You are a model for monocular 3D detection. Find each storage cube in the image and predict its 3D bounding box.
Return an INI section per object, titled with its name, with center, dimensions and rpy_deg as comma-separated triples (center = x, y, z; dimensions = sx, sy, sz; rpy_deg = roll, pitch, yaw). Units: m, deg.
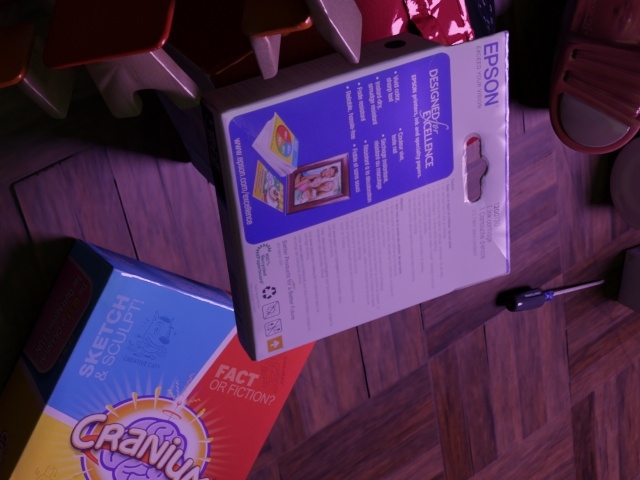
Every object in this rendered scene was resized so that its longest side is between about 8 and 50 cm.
[storage cube]
center = -0.014, -0.136, 0.941
dimensions = 0.193, 0.215, 0.183
rpy_deg = -35, 131, -13

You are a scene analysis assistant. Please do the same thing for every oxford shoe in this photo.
[oxford shoe]
center = 0.291, -0.262, 1.200
dimensions = 0.123, 0.130, 0.348
rpy_deg = 19, 110, -4

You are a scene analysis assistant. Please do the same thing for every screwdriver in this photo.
[screwdriver]
center = 0.267, 0.059, 1.402
dimensions = 0.170, 0.025, 0.024
rpy_deg = -7, 116, -37

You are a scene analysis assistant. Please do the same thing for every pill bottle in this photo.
[pill bottle]
center = 0.424, -0.065, 1.412
dimensions = 0.194, 0.108, 0.108
rpy_deg = -4, 114, -39

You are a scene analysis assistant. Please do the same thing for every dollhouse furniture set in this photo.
[dollhouse furniture set]
center = -0.115, -0.213, 0.793
dimensions = 0.135, 0.262, 0.259
rpy_deg = 57, 31, -52

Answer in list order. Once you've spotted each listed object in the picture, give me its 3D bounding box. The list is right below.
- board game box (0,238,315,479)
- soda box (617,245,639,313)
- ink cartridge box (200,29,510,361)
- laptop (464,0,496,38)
[board game box]
center = -0.168, 0.180, 1.070
dimensions = 0.242, 0.064, 0.316
rpy_deg = 22, 97, -44
[soda box]
center = 0.444, 0.074, 1.423
dimensions = 0.069, 0.216, 0.073
rpy_deg = -14, 120, -35
[ink cartridge box]
center = 0.031, -0.034, 0.867
dimensions = 0.208, 0.045, 0.206
rpy_deg = -17, 127, -16
[laptop]
center = 0.167, -0.286, 1.028
dimensions = 0.234, 0.137, 0.264
rpy_deg = 51, 34, -53
